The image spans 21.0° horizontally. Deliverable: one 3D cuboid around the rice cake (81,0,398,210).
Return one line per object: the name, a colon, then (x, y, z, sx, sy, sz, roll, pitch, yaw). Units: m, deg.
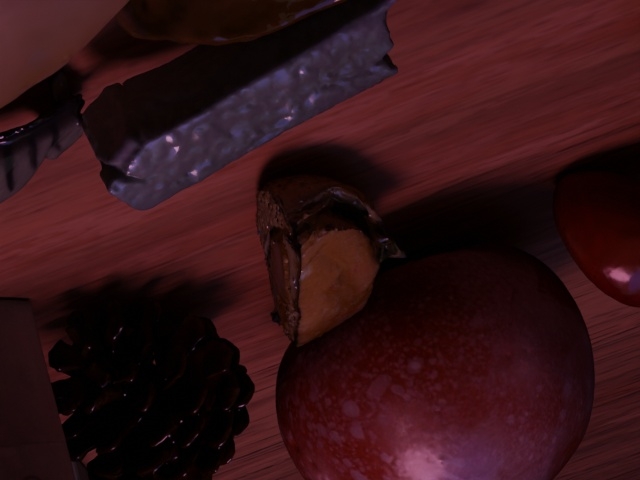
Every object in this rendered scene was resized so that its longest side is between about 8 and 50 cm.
rice cake: (-0.045, -0.094, 1.030, 0.206, 0.069, 0.063, -31, 135, -5)

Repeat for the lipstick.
lipstick: (-0.217, 0.221, 1.248, 0.076, 0.371, 0.080, 2, 149, -37)

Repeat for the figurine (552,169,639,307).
figurine: (0.362, 0.030, 1.353, 0.270, 0.211, 0.261, 2, 168, -38)

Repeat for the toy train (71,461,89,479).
toy train: (-0.410, 0.314, 1.663, 0.407, 0.086, 0.088, -17, 161, 1)

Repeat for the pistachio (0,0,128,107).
pistachio: (-0.213, -0.144, 0.688, 0.321, 0.229, 0.238, -17, 123, -21)

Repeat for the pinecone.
pinecone: (-0.144, 0.118, 1.354, 0.163, 0.163, 0.165, -27, 138, 21)

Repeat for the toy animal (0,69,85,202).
toy animal: (-0.249, -0.047, 1.034, 0.217, 0.073, 0.176, 20, 122, -43)

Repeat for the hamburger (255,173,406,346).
hamburger: (0.005, 0.000, 1.292, 0.102, 0.087, 0.176, -25, 149, -15)

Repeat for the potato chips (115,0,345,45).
potato chips: (-0.022, -0.179, 0.918, 0.195, 0.062, 0.208, -1, 150, -42)

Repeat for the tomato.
tomato: (0.097, 0.129, 1.417, 0.270, 0.227, 0.270, -25, 174, -3)
